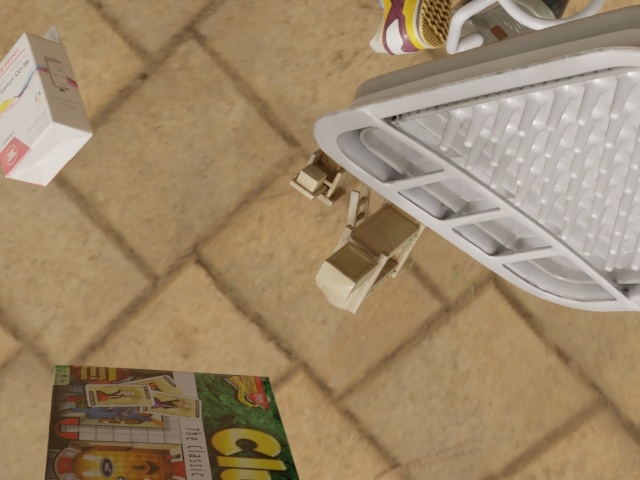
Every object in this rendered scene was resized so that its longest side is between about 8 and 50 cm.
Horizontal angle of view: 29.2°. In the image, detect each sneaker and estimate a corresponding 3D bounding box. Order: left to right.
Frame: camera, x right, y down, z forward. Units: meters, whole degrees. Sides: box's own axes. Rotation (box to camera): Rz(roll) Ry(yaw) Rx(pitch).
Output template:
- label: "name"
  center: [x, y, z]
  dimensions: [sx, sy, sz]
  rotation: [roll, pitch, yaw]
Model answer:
- label: "sneaker"
  center: [0.101, -0.280, 1.304]
  dimensions: [0.083, 0.186, 0.069]
  rotation: [-4, 145, 36]
- label: "sneaker"
  center: [0.222, -0.263, 1.324]
  dimensions: [0.083, 0.222, 0.118]
  rotation: [45, 79, -16]

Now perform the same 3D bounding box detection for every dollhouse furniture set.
- label: "dollhouse furniture set"
  center: [0.000, 0.000, 1.379]
  dimensions: [0.161, 0.182, 0.101]
  rotation: [37, 127, 13]

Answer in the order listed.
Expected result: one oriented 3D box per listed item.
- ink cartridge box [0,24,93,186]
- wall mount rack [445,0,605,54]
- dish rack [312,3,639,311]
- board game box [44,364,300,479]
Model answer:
- label: "ink cartridge box"
  center: [-0.375, -0.185, 1.595]
  dimensions: [0.115, 0.067, 0.198]
  rotation: [-42, 55, 29]
- label: "wall mount rack"
  center: [0.212, -0.360, 1.289]
  dimensions: [0.304, 0.130, 0.350]
  rotation: [-29, 73, -6]
- label: "dish rack"
  center: [0.185, -0.047, 0.781]
  dimensions: [0.285, 0.332, 0.072]
  rotation: [33, 70, -28]
- label: "board game box"
  center: [-0.077, 0.132, 0.641]
  dimensions: [0.136, 0.260, 0.030]
  rotation: [7, 107, -13]
